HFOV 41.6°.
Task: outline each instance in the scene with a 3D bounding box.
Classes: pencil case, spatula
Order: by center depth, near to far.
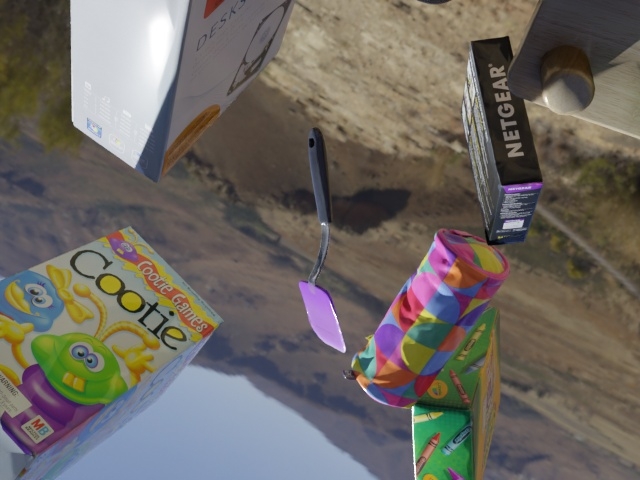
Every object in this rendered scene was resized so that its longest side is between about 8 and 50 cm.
[{"bbox_3d":[0.123,0.093,1.001,0.104,0.236,0.104,26,-153,-15],"label":"pencil case"},{"bbox_3d":[0.000,0.000,1.097,0.030,0.296,0.084,-9,-165,-31],"label":"spatula"}]

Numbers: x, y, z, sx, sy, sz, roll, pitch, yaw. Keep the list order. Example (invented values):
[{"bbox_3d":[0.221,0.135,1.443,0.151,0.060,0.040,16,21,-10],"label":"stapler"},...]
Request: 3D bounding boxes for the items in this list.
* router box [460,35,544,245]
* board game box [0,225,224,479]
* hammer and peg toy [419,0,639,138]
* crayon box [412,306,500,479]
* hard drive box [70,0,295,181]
[{"bbox_3d":[0.187,-0.102,0.888,0.046,0.178,0.133,-7,154,2],"label":"router box"},{"bbox_3d":[-0.236,0.113,0.748,0.144,0.142,0.275,44,-153,6],"label":"board game box"},{"bbox_3d":[0.244,-0.198,0.578,0.361,0.266,0.127,20,-146,-1],"label":"hammer and peg toy"},{"bbox_3d":[0.197,0.226,1.186,0.081,0.165,0.278,2,-156,18],"label":"crayon box"},{"bbox_3d":[-0.091,-0.178,0.613,0.089,0.181,0.232,35,152,3],"label":"hard drive box"}]
